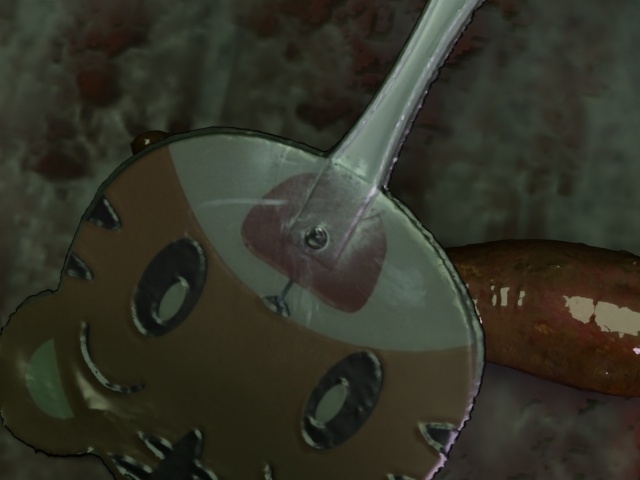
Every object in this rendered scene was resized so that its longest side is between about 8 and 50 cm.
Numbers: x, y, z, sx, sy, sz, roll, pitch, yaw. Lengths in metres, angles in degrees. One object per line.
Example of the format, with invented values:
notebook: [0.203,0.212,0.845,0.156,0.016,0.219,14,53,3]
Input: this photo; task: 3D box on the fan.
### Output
fan: [0.000,0.000,0.586,0.152,0.008,0.227,32,97,9]

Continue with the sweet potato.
sweet potato: [0.037,0.011,0.605,0.214,0.050,0.050,15,78,7]
